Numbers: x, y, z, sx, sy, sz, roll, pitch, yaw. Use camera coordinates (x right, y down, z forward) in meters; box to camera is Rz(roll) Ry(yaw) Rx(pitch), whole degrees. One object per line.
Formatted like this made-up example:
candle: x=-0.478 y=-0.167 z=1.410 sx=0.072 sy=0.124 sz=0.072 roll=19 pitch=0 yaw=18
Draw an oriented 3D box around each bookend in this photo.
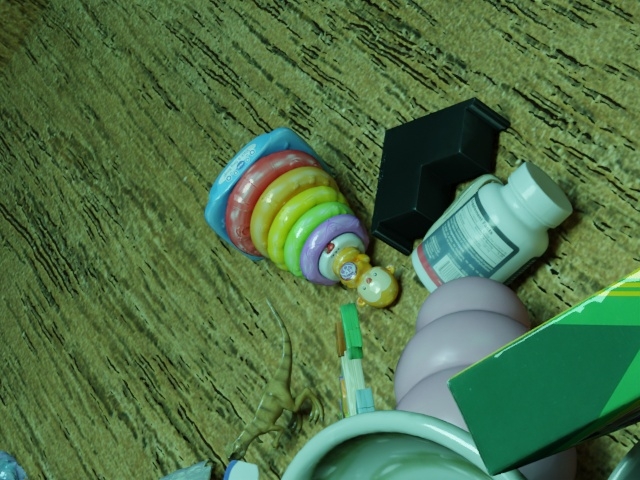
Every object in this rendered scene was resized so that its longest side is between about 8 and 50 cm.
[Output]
bookend: x=0.152 y=-0.081 z=2.136 sx=0.157 sy=0.072 sz=0.156 roll=-19 pitch=52 yaw=42

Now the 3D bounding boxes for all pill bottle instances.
pill bottle: x=0.205 y=-0.004 z=1.982 sx=0.180 sy=0.108 sz=0.108 roll=-43 pitch=38 yaw=20

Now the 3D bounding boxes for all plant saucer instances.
plant saucer: x=0.120 y=0.351 z=1.632 sx=0.400 sy=0.100 sz=0.401 roll=11 pitch=107 yaw=40

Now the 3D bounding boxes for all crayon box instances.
crayon box: x=0.339 y=0.081 z=1.538 sx=0.313 sy=0.363 sz=0.106 roll=-33 pitch=76 yaw=32

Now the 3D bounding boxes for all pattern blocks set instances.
pattern blocks set: x=0.040 y=0.217 z=1.890 sx=0.026 sy=0.325 sz=0.285 roll=-7 pitch=46 yaw=-4

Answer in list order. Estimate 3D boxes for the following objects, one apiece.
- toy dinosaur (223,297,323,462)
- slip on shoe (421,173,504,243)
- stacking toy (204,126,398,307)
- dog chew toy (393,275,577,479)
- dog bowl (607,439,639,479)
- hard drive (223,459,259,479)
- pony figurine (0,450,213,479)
toy dinosaur: x=-0.051 y=0.194 z=2.145 sx=0.064 sy=0.112 sz=0.212 roll=3 pitch=66 yaw=53
slip on shoe: x=0.174 y=-0.029 z=2.091 sx=0.135 sy=0.051 sz=0.041 roll=-52 pitch=20 yaw=9
stacking toy: x=0.000 y=0.000 z=2.225 sx=0.175 sy=0.166 sz=0.302 roll=-48 pitch=50 yaw=-1
dog chew toy: x=0.169 y=0.172 z=1.827 sx=0.206 sy=0.206 sz=0.332 roll=-34 pitch=33 yaw=31
dog bowl: x=0.385 y=0.297 z=1.539 sx=0.348 sy=0.102 sz=0.349 roll=-32 pitch=42 yaw=34
hard drive: x=-0.120 y=0.404 z=1.970 sx=0.319 sy=0.040 sz=0.210 roll=103 pitch=179 yaw=-65
pony figurine: x=-0.311 y=0.416 z=2.156 sx=0.303 sy=0.363 sz=0.351 roll=-48 pitch=20 yaw=27
